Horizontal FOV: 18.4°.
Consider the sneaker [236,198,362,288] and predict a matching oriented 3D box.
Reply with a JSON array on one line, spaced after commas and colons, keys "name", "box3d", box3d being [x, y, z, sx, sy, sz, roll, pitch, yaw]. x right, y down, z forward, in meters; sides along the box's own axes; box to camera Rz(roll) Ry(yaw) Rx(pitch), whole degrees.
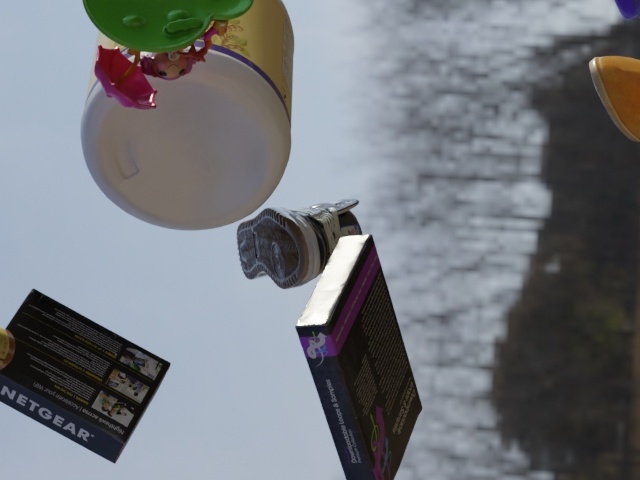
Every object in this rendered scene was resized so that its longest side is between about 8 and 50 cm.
[{"name": "sneaker", "box3d": [0.000, 0.000, 2.430, 0.282, 0.153, 0.099, 180, 82, -74]}]

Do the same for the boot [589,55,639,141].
[{"name": "boot", "box3d": [0.448, -0.185, 2.214, 0.295, 0.211, 0.104, 17, -126, -54]}]

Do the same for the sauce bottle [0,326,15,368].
[{"name": "sauce bottle", "box3d": [-0.316, 0.081, 1.704, 0.128, 0.042, 0.042, 32, -120, -56]}]

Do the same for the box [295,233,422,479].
[{"name": "box", "box3d": [0.030, 0.094, 1.424, 0.116, 0.029, 0.162, -62, -40, -52]}]

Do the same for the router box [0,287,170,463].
[{"name": "router box", "box3d": [-0.272, 0.147, 2.164, 0.046, 0.179, 0.133, -60, 1, 44]}]

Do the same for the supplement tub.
[{"name": "supplement tub", "box3d": [-0.151, -0.194, 2.336, 0.331, 0.241, 0.241, -90, -2, -54]}]

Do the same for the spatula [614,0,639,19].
[{"name": "spatula", "box3d": [0.326, -0.163, 1.706, 0.030, 0.296, 0.084, -42, -1, -14]}]

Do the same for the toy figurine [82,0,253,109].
[{"name": "toy figurine", "box3d": [-0.163, -0.200, 1.981, 0.159, 0.173, 0.130, 113, 142, -56]}]
